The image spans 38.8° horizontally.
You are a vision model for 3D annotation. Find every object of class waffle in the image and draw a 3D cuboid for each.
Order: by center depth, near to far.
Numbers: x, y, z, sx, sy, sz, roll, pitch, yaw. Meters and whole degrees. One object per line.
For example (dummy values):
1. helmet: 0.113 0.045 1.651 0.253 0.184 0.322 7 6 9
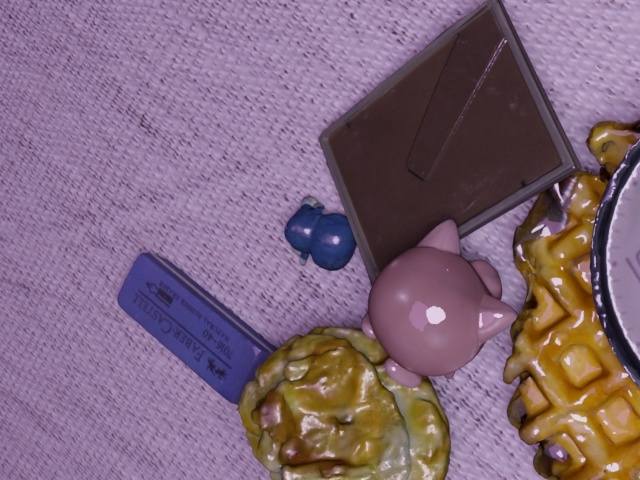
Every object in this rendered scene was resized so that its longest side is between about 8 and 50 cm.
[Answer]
1. waffle: 0.344 0.079 0.783 0.380 0.095 0.382 14 99 32

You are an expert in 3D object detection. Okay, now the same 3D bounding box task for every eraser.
1. eraser: -0.146 0.106 1.089 0.225 0.036 0.082 37 109 21

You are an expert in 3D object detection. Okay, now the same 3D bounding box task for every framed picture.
1. framed picture: 0.110 -0.089 0.892 0.260 0.023 0.189 -35 66 37

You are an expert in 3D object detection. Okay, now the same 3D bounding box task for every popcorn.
1. popcorn: 0.027 0.193 0.919 0.204 0.183 0.221 -40 72 -16

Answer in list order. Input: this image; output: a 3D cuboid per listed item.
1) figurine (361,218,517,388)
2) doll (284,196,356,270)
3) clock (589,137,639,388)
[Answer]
1. figurine: 0.107 0.065 0.857 0.138 0.125 0.125 -45 74 22
2. doll: 0.000 0.000 0.994 0.083 0.050 0.076 22 110 23
3. clock: 0.363 0.018 0.691 0.313 0.061 0.312 0 91 30
